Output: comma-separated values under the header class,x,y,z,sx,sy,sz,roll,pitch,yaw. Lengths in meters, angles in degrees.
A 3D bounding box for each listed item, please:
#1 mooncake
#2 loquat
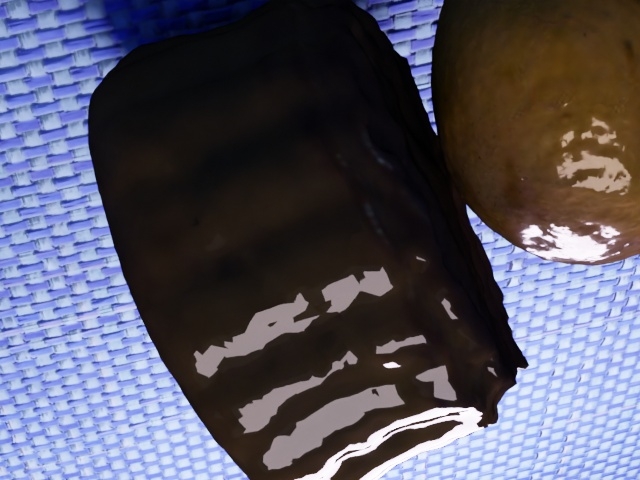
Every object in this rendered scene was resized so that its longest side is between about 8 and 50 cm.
class,x,y,z,sx,sy,sz,roll,pitch,yaw
mooncake,-0.001,0.001,1.102,0.187,0.324,0.324,-25,149,10
loquat,0.170,-0.097,1.104,0.193,0.238,0.238,-9,152,11
